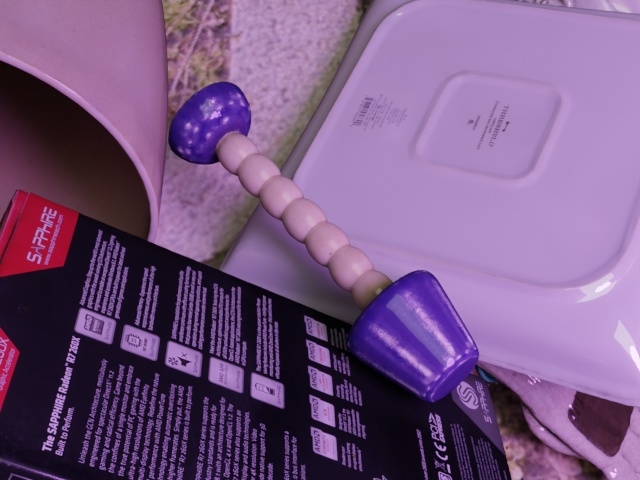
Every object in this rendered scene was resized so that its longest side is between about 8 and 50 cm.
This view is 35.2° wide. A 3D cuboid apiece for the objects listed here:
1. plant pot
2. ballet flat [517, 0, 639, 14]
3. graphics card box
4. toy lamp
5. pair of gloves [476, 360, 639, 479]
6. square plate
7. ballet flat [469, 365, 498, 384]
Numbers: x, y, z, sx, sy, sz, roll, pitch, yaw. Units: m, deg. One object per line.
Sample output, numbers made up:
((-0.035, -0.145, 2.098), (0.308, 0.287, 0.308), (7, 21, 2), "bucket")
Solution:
((-0.218, -0.139, 0.748), (0.257, 0.256, 0.274), (13, 50, -6), "plant pot")
((0.334, -0.241, 0.936), (0.409, 0.147, 0.147), (-25, 75, -18), "ballet flat")
((-0.049, 0.127, 0.633), (0.371, 0.094, 0.232), (22, 29, -17), "graphics card box")
((0.000, 0.000, 0.708), (0.080, 0.080, 0.274), (-33, 63, -21), "toy lamp")
((0.232, 0.056, 0.803), (0.204, 0.042, 0.240), (47, 63, -19), "pair of gloves")
((0.133, -0.073, 0.790), (0.344, 0.049, 0.347), (15, 60, 24), "square plate")
((0.152, 0.009, 0.833), (0.091, 0.077, 0.241), (46, 63, -40), "ballet flat")
